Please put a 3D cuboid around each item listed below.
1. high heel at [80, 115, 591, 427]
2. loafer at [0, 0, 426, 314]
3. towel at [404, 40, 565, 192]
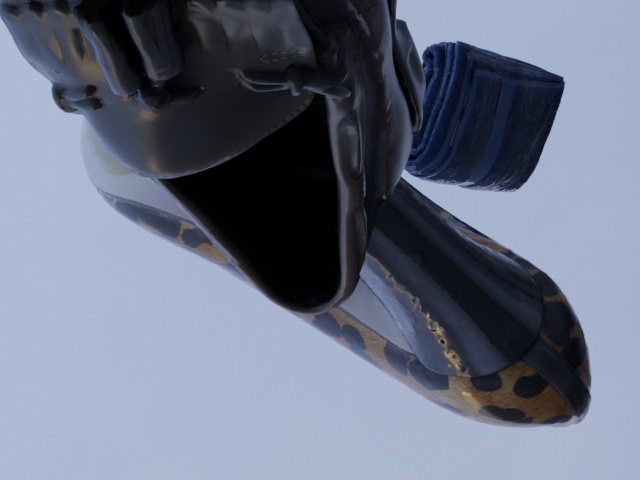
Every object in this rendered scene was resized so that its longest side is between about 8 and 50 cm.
[{"bbox_3d":[0.000,0.000,0.856,0.186,0.261,0.093,43,-98,-32],"label":"high heel"},{"bbox_3d":[-0.023,-0.044,0.561,0.267,0.096,0.084,41,-128,-69],"label":"loafer"},{"bbox_3d":[0.077,-0.057,0.950,0.119,0.029,0.067,5,-77,-63],"label":"towel"}]
